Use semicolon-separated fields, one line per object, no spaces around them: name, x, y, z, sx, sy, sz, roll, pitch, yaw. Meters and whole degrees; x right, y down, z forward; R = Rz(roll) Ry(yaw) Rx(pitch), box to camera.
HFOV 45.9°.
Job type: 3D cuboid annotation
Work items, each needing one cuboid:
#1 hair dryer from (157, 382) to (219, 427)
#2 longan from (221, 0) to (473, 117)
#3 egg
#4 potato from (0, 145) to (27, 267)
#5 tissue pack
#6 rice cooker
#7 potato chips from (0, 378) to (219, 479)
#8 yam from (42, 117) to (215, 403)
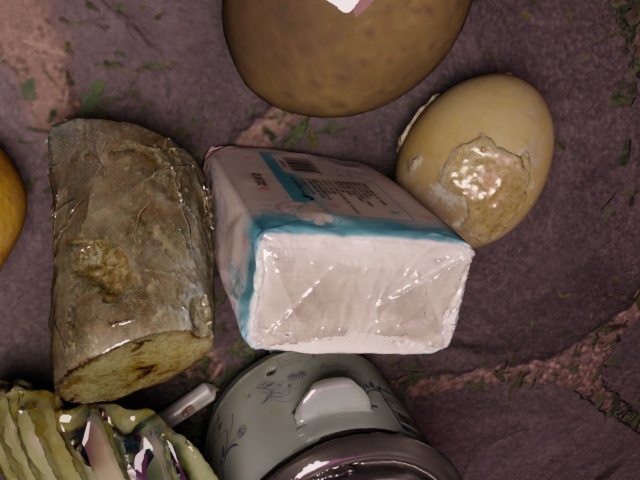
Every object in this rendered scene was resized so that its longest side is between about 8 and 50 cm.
hair dryer;-0.175;0.212;0.883;0.137;0.082;0.047;-33;118;-20
longan;0.021;-0.224;0.688;0.246;0.215;0.246;-13;156;-6
egg;0.166;-0.083;0.813;0.164;0.164;0.201;28;97;-25
potato;-0.349;-0.035;0.679;0.158;0.203;0.178;-38;159;-25
tissue pack;-0.002;0.000;0.732;0.201;0.271;0.124;7;110;-20
rice cooker;0.008;0.272;0.837;0.264;0.316;0.317;-2;112;-16
potato chips;-0.208;0.320;0.786;0.070;0.358;0.429;-38;115;-45
yam;-0.169;0.010;0.688;0.154;0.254;0.154;-9;151;-5
